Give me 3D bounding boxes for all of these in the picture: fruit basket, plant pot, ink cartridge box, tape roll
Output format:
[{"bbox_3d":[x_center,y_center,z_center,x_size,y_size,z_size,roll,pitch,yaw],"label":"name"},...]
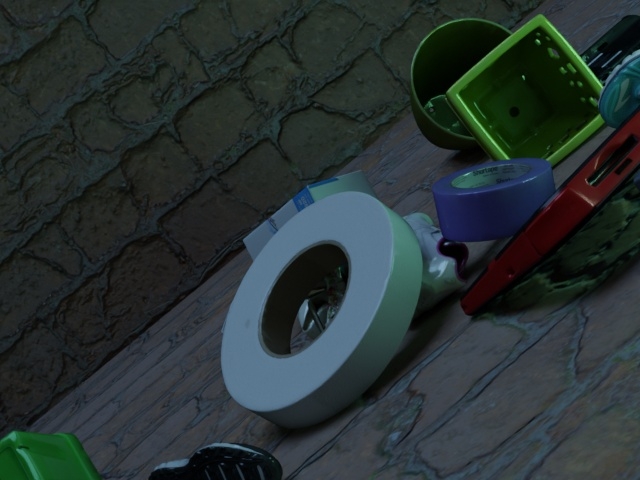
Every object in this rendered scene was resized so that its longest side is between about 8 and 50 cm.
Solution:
[{"bbox_3d":[-0.511,0.511,2.029,0.392,0.283,0.392,-26,-36,-21],"label":"fruit basket"},{"bbox_3d":[0.315,-0.311,2.679,0.275,0.275,0.293,-41,-7,-12],"label":"plant pot"},{"bbox_3d":[0.000,0.000,2.360,0.171,0.168,0.232,-20,-13,-46],"label":"ink cartridge box"},{"bbox_3d":[0.274,-0.065,1.876,0.189,0.080,0.189,-14,15,4],"label":"tape roll"},{"bbox_3d":[-0.006,0.105,1.876,0.392,0.072,0.392,-34,38,32],"label":"tape roll"},{"bbox_3d":[0.370,-0.249,2.199,0.228,0.227,0.207,-39,3,1],"label":"plant pot"}]

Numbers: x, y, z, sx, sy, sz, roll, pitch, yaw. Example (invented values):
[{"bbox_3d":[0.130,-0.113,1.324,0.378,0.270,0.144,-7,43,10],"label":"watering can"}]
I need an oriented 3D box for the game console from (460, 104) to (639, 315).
[{"bbox_3d":[0.368,-0.068,1.643,0.386,0.060,0.342,-42,-10,-24],"label":"game console"}]

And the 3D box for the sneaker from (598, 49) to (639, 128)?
[{"bbox_3d":[0.556,-0.259,1.897,0.275,0.107,0.110,-32,21,35],"label":"sneaker"}]

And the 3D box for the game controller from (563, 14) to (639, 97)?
[{"bbox_3d":[0.572,-0.354,2.442,0.319,0.067,0.166,-41,24,-11],"label":"game controller"}]

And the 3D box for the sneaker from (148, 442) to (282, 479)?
[{"bbox_3d":[-0.141,0.334,1.731,0.108,0.100,0.271,-20,-1,-42],"label":"sneaker"}]

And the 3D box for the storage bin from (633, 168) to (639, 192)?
[{"bbox_3d":[0.442,-0.066,1.426,0.135,0.091,0.098,-31,12,43],"label":"storage bin"}]

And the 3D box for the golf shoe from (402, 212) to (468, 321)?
[{"bbox_3d":[0.184,0.029,1.960,0.140,0.115,0.306,-25,20,19],"label":"golf shoe"}]

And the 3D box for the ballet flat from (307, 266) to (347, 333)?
[{"bbox_3d":[0.013,0.084,2.010,0.077,0.091,0.241,-10,52,-3],"label":"ballet flat"}]

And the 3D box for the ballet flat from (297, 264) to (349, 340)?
[{"bbox_3d":[0.031,0.116,2.147,0.342,0.116,0.124,-19,41,54],"label":"ballet flat"}]
